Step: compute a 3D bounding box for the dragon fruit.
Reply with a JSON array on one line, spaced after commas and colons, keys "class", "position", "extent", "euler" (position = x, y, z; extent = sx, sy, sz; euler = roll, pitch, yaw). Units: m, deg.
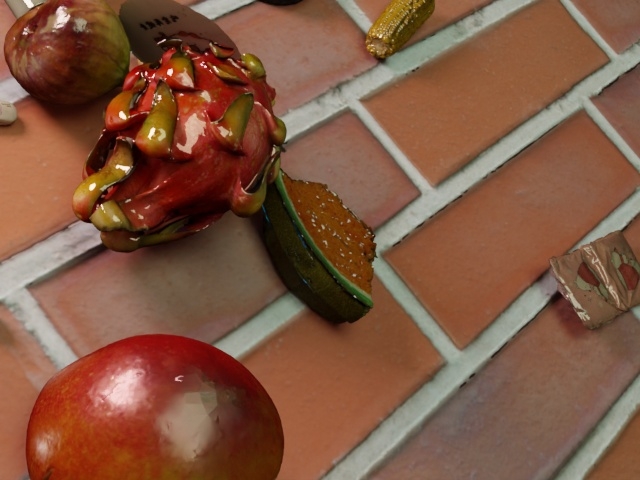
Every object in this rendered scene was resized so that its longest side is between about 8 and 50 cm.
[{"class": "dragon fruit", "position": [-0.184, -0.117, 1.497], "extent": [0.307, 0.227, 0.243], "euler": [-12, 65, -25]}]

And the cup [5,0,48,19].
[{"class": "cup", "position": [-0.400, -0.340, 1.607], "extent": [0.075, 0.054, 0.083], "euler": [-27, 75, -42]}]

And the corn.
[{"class": "corn", "position": [0.137, -0.375, 1.992], "extent": [0.068, 0.068, 0.207], "euler": [42, 47, -2]}]

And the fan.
[{"class": "fan", "position": [-0.145, -0.222, 1.601], "extent": [0.329, 0.190, 0.009], "euler": [43, 58, -34]}]

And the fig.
[{"class": "fig", "position": [-0.301, -0.254, 1.557], "extent": [0.230, 0.160, 0.143], "euler": [-13, 85, -50]}]

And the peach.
[{"class": "peach", "position": [-0.181, 0.218, 1.286], "extent": [0.274, 0.245, 0.248], "euler": [29, 18, -1]}]

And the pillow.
[{"class": "pillow", "position": [0.460, 0.065, 1.924], "extent": [0.248, 0.049, 0.135], "euler": [-19, 73, -46]}]

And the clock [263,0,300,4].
[{"class": "clock", "position": [-0.092, -0.479, 1.924], "extent": [0.215, 0.042, 0.215], "euler": [18, 51, -24]}]

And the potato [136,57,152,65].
[{"class": "potato", "position": [-0.228, -0.263, 1.674], "extent": [0.068, 0.062, 0.083], "euler": [25, 29, -31]}]

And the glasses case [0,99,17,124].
[{"class": "glasses case", "position": [-0.426, -0.164, 1.488], "extent": [0.083, 0.021, 0.032], "euler": [2, 58, -34]}]

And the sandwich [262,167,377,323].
[{"class": "sandwich", "position": [-0.011, 0.001, 1.630], "extent": [0.235, 0.079, 0.159], "euler": [46, 35, -4]}]
